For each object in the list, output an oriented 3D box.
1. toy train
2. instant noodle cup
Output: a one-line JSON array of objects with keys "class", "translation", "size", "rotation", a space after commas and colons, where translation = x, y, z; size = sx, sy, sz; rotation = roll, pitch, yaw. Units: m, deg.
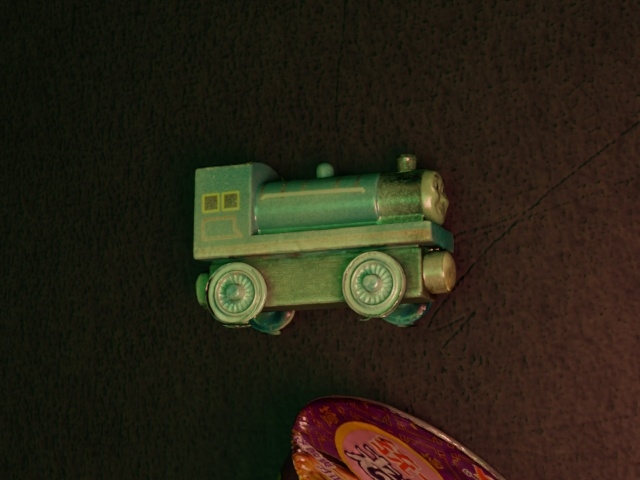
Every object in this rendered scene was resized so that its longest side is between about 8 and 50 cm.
[{"class": "toy train", "translation": [0.000, 0.000, 1.315], "size": [0.298, 0.120, 0.194], "rotation": [-4, 79, 21]}, {"class": "instant noodle cup", "translation": [0.046, 0.354, 1.166], "size": [0.340, 0.340, 0.266], "rotation": [40, 108, 20]}]
